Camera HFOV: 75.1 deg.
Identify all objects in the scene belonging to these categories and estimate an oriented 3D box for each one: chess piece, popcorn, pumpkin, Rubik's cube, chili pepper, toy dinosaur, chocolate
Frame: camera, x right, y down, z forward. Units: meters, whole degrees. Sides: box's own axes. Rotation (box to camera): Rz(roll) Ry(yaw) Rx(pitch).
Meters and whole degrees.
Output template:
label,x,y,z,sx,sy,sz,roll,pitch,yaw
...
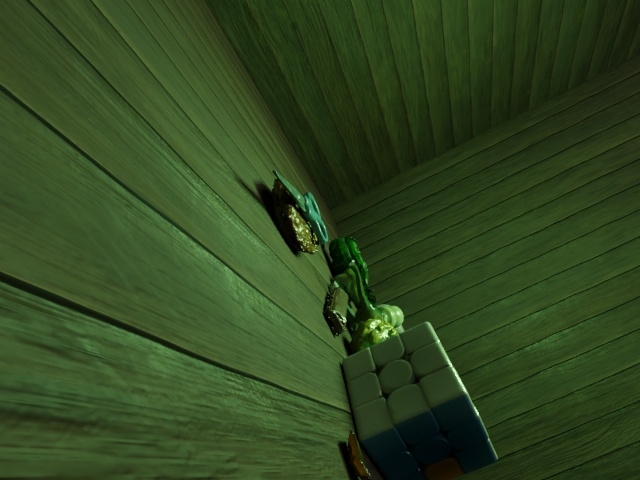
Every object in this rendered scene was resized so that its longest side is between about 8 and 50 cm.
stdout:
label,x,y,z,sx,sy,sz,roll,pitch,yaw
chess piece,0.289,0.369,1.938,0.251,0.144,0.144,1,56,-45
popcorn,0.200,0.391,1.484,0.204,0.183,0.221,-47,125,-70
pumpkin,0.072,0.447,0.850,0.073,0.035,0.101,75,-9,-56
Rubik's cube,0.262,0.463,1.154,0.292,0.290,0.291,59,7,-27
chili pepper,0.149,0.155,2.067,0.213,0.167,0.385,47,19,-55
toy dinosaur,0.213,0.256,1.714,0.447,0.087,0.301,17,77,-52
chocolate,0.064,0.240,1.477,0.102,0.065,0.329,64,8,-5

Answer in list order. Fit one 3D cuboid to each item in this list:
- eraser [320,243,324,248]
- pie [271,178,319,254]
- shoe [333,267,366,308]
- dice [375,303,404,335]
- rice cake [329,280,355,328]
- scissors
label,x,y,z,sx,sy,sz,roll,pitch,yaw
eraser,0.000,0.000,2.143,0.099,0.019,0.027,60,7,-24
pie,-0.093,-0.085,1.408,0.308,0.085,0.308,63,6,-12
shoe,0.132,0.218,1.832,0.140,0.128,0.262,50,8,-18
dice,0.329,0.465,2.168,0.193,0.192,0.194,57,8,-38
rice cake,0.096,0.268,1.741,0.222,0.042,0.080,60,8,-23
scissors,-0.061,-0.123,1.307,0.447,0.029,0.192,45,26,-67
